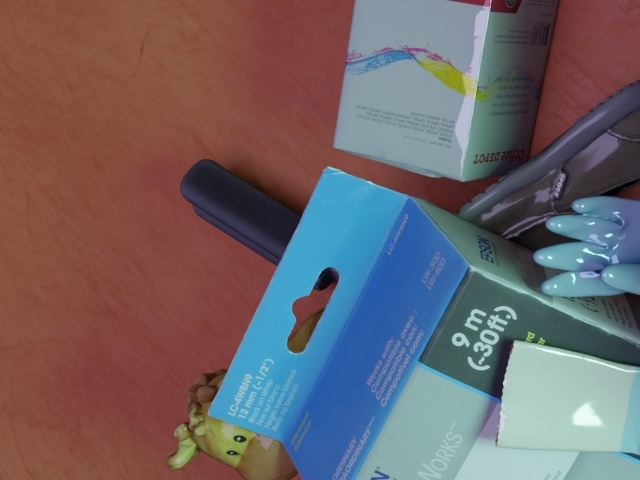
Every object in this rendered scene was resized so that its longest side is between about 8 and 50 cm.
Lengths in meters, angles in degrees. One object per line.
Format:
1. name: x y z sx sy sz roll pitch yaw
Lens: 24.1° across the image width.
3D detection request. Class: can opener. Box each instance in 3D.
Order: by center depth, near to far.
1. can opener: 0.000 0.000 1.347 0.280 0.074 0.093 27 74 25

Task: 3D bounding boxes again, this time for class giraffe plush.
1. giraffe plush: -0.038 0.150 1.316 0.210 0.170 0.181 16 104 29

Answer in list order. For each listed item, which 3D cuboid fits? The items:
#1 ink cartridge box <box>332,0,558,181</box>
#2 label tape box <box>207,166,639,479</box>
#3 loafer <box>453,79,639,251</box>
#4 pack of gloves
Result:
1. ink cartridge box: 0.103 -0.147 1.221 0.127 0.128 0.176 15 103 29
2. label tape box: 0.112 0.128 1.166 0.347 0.115 0.249 23 111 -9
3. loafer: 0.185 -0.024 1.196 0.251 0.094 0.087 -39 81 19
4. pack of gloves: 0.255 0.075 1.063 0.232 0.046 0.195 8 101 -3
